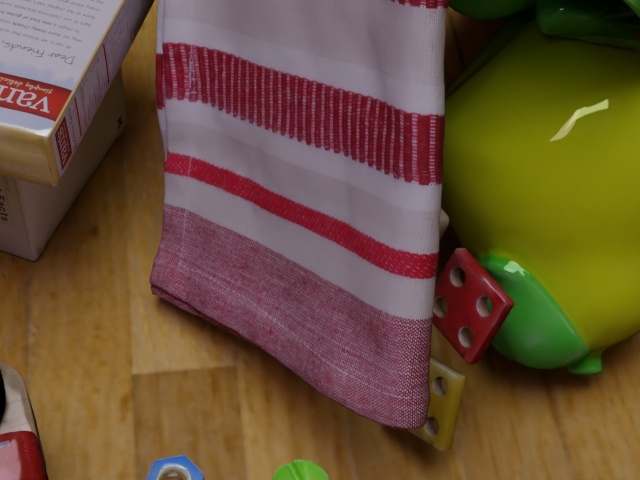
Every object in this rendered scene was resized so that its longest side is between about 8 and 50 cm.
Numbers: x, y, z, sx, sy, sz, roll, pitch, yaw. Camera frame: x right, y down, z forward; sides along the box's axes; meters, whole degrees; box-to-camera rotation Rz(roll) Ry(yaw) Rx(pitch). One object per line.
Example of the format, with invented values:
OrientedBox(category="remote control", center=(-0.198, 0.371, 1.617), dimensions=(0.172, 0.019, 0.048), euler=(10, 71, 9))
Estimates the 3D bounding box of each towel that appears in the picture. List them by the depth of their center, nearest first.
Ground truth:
OrientedBox(category="towel", center=(-0.020, -0.089, 0.713), dimensions=(0.037, 0.329, 0.237), euler=(-12, 22, -36))

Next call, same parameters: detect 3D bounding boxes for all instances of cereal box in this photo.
OrientedBox(category="cereal box", center=(-0.190, -0.148, 0.792), dimensions=(0.173, 0.047, 0.240), euler=(14, 53, 8))

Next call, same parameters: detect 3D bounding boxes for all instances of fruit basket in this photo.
OrientedBox(category="fruit basket", center=(0.137, -0.125, 0.825), dimensions=(0.283, 0.392, 0.392), euler=(32, 57, 28))

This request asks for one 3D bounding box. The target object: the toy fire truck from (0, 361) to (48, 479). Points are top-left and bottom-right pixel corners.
OrientedBox(category="toy fire truck", center=(-0.229, 0.184, 0.650), dimensions=(0.217, 0.158, 0.246), euler=(-13, 65, -13))

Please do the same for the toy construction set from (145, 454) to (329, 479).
OrientedBox(category="toy construction set", center=(0.066, 0.188, 0.657), dimensions=(0.327, 0.151, 0.215), euler=(-8, 51, 5))

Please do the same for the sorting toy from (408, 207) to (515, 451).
OrientedBox(category="sorting toy", center=(0.000, 0.000, 0.797), dimensions=(0.046, 0.132, 0.274), euler=(-6, 47, -41))

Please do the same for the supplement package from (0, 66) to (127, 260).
OrientedBox(category="supplement package", center=(-0.266, -0.110, 0.877), dimensions=(0.244, 0.134, 0.139), euler=(18, 54, 12))
